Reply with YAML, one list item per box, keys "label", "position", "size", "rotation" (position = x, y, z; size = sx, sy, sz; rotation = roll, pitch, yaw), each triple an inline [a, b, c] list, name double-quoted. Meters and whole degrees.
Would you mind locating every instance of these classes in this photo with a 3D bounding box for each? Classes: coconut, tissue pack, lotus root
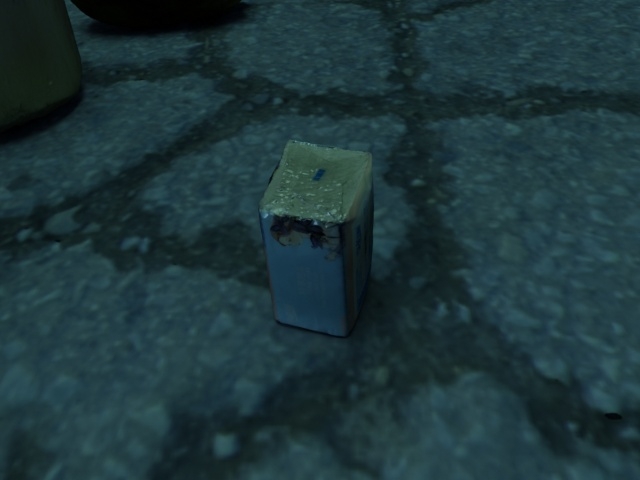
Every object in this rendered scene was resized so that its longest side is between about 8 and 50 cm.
- label: "coconut"
  position: [-0.356, -0.233, 0.567]
  size: [0.239, 0.244, 0.239]
  rotation: [-3, 38, 2]
- label: "tissue pack"
  position: [0.000, 0.000, 0.368]
  size: [0.058, 0.094, 0.074]
  rotation: [8, 43, 12]
- label: "lotus root"
  position: [-0.207, -0.339, 0.784]
  size: [0.240, 0.124, 0.123]
  rotation: [-10, 29, -8]
